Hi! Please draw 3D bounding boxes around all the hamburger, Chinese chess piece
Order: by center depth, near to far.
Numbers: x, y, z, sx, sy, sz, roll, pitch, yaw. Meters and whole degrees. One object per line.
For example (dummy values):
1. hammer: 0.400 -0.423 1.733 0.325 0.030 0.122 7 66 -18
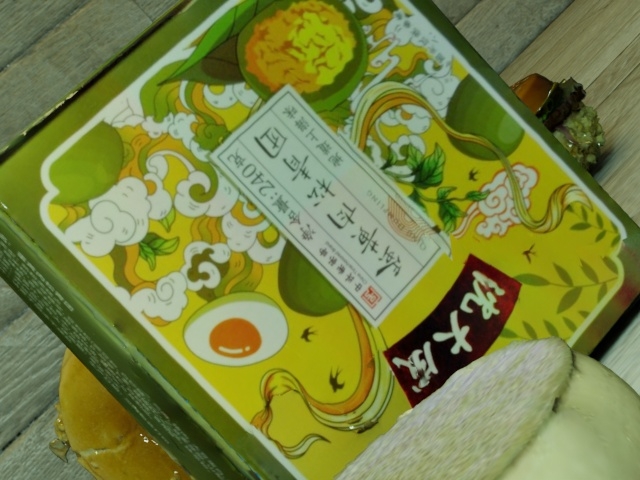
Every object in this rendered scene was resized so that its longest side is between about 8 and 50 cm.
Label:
1. Chinese chess piece: 0.076 0.174 0.735 0.270 0.112 0.270 -41 5 5
2. hamburger: -0.128 0.152 1.390 0.314 0.290 0.170 -46 3 -19
3. hamburger: 0.226 -0.093 1.548 0.243 0.138 0.261 -39 7 13

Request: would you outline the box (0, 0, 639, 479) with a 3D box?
1. box: 0.000 0.000 0.986 0.373 0.420 0.138 -45 5 -25
